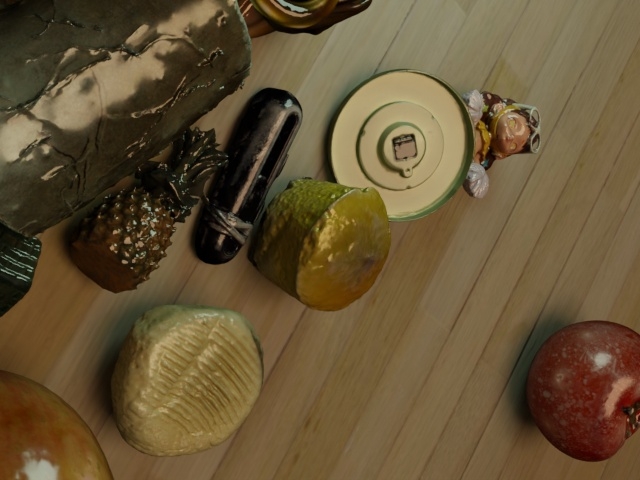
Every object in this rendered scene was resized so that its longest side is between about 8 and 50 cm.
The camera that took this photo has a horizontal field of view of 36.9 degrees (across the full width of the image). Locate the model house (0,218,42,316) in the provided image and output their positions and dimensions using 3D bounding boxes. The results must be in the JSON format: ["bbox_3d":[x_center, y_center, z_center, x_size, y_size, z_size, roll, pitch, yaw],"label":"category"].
[{"bbox_3d":[-0.406,0.010,1.013,0.183,0.172,0.166,32,77,-41],"label":"model house"}]

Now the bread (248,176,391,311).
[{"bbox_3d":[0.004,0.001,1.361,0.197,0.170,0.197,-25,126,-38],"label":"bread"}]

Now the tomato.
[{"bbox_3d":[0.516,0.278,1.841,0.270,0.227,0.270,-33,140,-34],"label":"tomato"}]

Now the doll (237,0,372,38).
[{"bbox_3d":[-0.031,-0.428,1.209,0.318,0.209,0.340,-28,113,-44],"label":"doll"}]

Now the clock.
[{"bbox_3d":[0.125,-0.144,1.465,0.235,0.029,0.235,-4,106,-13],"label":"clock"}]

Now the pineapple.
[{"bbox_3d":[-0.207,-0.049,1.227,0.251,0.125,0.125,-55,130,-30],"label":"pineapple"}]

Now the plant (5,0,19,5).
[{"bbox_3d":[-0.294,-0.295,1.071,0.122,0.116,0.104,37,48,-15],"label":"plant"}]

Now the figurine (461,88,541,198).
[{"bbox_3d":[0.250,-0.167,1.580,0.240,0.115,0.175,-19,110,-30],"label":"figurine"}]

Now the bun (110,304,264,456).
[{"bbox_3d":[-0.183,0.180,1.273,0.220,0.134,0.220,-16,116,-34],"label":"bun"}]

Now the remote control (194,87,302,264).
[{"bbox_3d":[-0.095,-0.086,1.330,0.090,0.066,0.266,28,81,-40],"label":"remote control"}]

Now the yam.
[{"bbox_3d":[-0.258,-0.169,1.016,0.348,0.241,0.241,-34,122,-11],"label":"yam"}]

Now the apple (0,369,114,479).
[{"bbox_3d":[-0.384,0.335,0.995,0.391,0.346,0.392,-12,111,-34],"label":"apple"}]
